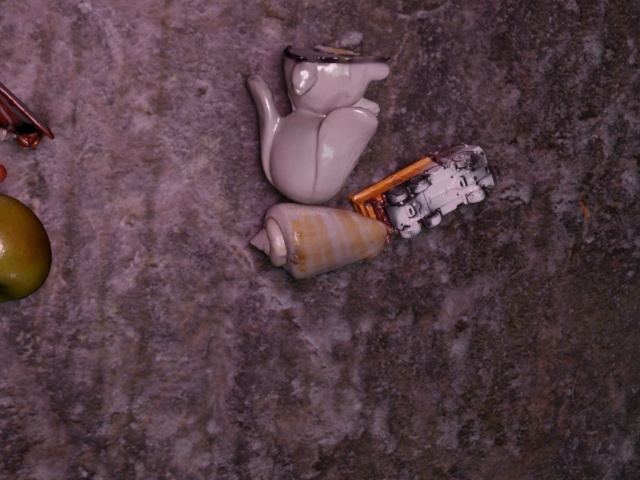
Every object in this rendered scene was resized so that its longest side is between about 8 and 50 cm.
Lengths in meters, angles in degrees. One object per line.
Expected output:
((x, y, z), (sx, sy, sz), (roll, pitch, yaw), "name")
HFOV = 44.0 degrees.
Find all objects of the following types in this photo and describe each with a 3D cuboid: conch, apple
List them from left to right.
((-0.523, 0.012, 1.240), (0.196, 0.196, 0.157), (0, 63, -23), "apple")
((-0.001, 0.006, 1.460), (0.255, 0.127, 0.158), (-2, 118, 1), "conch")

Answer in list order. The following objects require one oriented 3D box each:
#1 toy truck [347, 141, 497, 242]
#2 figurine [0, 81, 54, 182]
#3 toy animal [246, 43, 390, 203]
((0.203, -0.094, 1.555), (0.270, 0.135, 0.114), (-28, 113, -11), "toy truck")
((-0.555, -0.149, 1.201), (0.226, 0.160, 0.183), (-46, 114, -6), "figurine")
((-0.002, -0.210, 1.385), (0.174, 0.249, 0.289), (-23, 103, -52), "toy animal")
